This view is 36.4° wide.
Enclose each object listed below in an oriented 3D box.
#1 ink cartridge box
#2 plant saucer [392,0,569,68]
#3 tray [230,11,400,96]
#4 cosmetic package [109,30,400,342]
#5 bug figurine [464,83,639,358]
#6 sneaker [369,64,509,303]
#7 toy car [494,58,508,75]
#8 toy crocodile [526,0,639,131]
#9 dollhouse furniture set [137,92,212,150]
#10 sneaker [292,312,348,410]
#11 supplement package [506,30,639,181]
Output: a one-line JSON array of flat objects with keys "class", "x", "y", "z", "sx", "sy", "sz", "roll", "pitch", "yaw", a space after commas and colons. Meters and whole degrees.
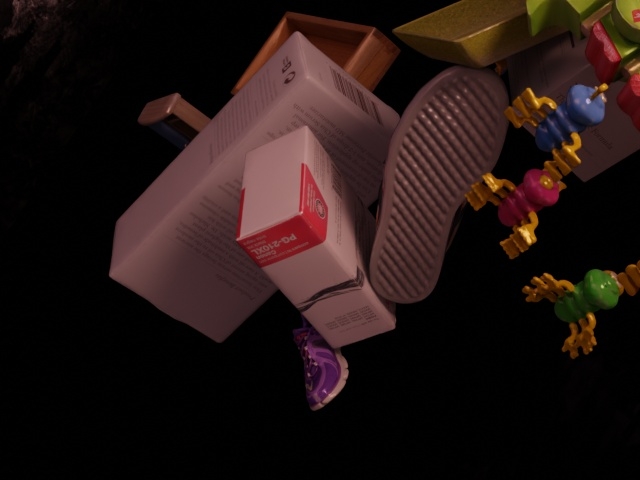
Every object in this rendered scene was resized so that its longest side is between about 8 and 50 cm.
[{"class": "ink cartridge box", "x": 0.000, "y": 0.000, "z": 1.256, "sx": 0.100, "sy": 0.237, "sz": 0.172, "roll": -22, "pitch": 40, "yaw": 21}, {"class": "plant saucer", "x": 0.199, "y": -0.241, "z": 1.076, "sx": 0.188, "sy": 0.045, "sz": 0.188, "roll": -25, "pitch": 21, "yaw": -9}, {"class": "tray", "x": -0.021, "y": -0.310, "z": 1.812, "sx": 0.203, "sy": 0.076, "sz": 0.411, "roll": -55, "pitch": 29, "yaw": 0}, {"class": "cosmetic package", "x": -0.099, "y": -0.072, "z": 1.515, "sx": 0.453, "sy": 0.230, "sz": 0.161, "roll": -42, "pitch": 30, "yaw": 21}, {"class": "bug figurine", "x": 0.264, "y": -0.014, "z": 0.952, "sx": 0.072, "sy": 0.279, "sz": 0.216, "roll": -27, "pitch": -9, "yaw": -35}, {"class": "sneaker", "x": 0.135, "y": -0.084, "z": 1.182, "sx": 0.127, "sy": 0.126, "sz": 0.321, "roll": -71, "pitch": 1, "yaw": -57}, {"class": "toy car", "x": 0.240, "y": -0.195, "z": 1.347, "sx": 0.122, "sy": 0.060, "sz": 0.040, "roll": -47, "pitch": -20, "yaw": -19}, {"class": "toy crocodile", "x": 0.326, "y": -0.134, "z": 0.893, "sx": 0.105, "sy": 0.115, "sz": 0.340, "roll": -36, "pitch": 74, "yaw": -3}, {"class": "dollhouse furniture set", "x": -0.267, "y": -0.095, "z": 1.826, "sx": 0.286, "sy": 0.198, "sz": 0.303, "roll": -3, "pitch": 58, "yaw": 56}, {"class": "sneaker", "x": -0.010, "y": 0.153, "z": 1.303, "sx": 0.068, "sy": 0.071, "sz": 0.170, "roll": -39, "pitch": 33, "yaw": 28}, {"class": "supplement package", "x": 0.344, "y": -0.203, "z": 1.068, "sx": 0.244, "sy": 0.139, "sz": 0.134, "roll": -35, "pitch": 33, "yaw": 33}]
